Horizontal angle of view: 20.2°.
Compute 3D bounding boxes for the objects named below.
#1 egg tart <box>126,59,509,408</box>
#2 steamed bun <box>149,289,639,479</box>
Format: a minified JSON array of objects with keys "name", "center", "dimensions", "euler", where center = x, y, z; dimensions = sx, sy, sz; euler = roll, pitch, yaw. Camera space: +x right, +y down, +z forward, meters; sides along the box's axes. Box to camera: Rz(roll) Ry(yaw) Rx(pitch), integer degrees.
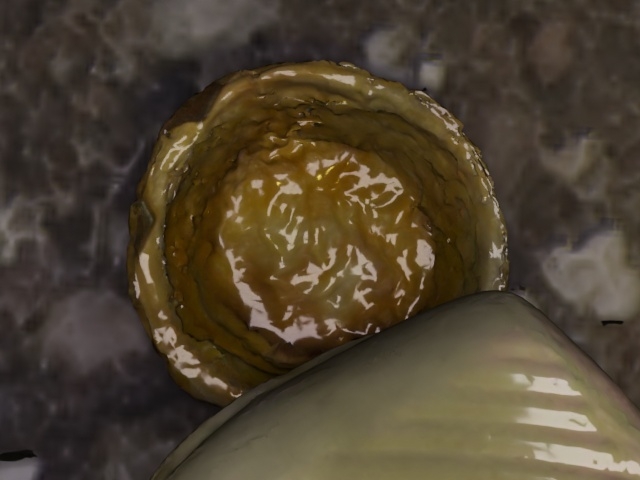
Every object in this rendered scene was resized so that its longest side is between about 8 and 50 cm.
[{"name":"egg tart","center":[0.000,0.000,0.576],"dimensions":[0.129,0.049,0.128],"euler":[1,85,-6]},{"name":"steamed bun","center":[0.056,0.144,0.526],"dimensions":[0.170,0.152,0.238],"euler":[-29,73,1]}]
